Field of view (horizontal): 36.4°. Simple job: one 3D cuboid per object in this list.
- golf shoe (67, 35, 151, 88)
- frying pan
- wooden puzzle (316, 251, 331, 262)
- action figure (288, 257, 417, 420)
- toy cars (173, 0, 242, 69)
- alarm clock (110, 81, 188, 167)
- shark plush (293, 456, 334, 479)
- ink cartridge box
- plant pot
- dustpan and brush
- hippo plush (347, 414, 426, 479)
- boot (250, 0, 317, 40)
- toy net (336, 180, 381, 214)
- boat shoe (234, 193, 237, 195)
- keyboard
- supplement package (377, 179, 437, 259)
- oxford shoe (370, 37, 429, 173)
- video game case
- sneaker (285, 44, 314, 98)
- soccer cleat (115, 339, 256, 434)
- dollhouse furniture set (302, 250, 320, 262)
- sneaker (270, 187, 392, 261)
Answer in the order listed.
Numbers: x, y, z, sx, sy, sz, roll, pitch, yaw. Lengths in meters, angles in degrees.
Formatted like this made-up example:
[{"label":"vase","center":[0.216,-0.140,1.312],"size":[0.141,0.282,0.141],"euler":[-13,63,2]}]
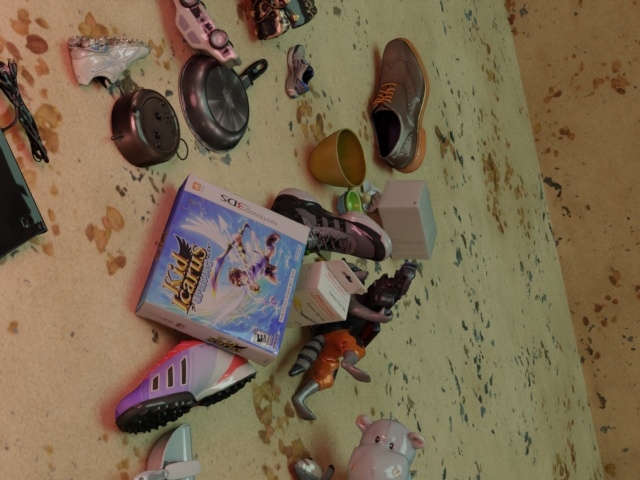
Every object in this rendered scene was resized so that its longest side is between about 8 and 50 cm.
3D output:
[{"label":"golf shoe","center":[-0.350,-0.296,1.618],"size":[0.176,0.069,0.086],"euler":[-19,115,-56]},{"label":"frying pan","center":[-0.165,-0.275,1.933],"size":[0.326,0.053,0.197],"euler":[-12,92,-57]},{"label":"wooden puzzle","center":[0.007,0.008,2.159],"size":[0.078,0.014,0.116],"euler":[57,36,-40]},{"label":"action figure","center":[0.052,0.158,1.980],"size":[0.178,0.341,0.330],"euler":[22,44,-11]},{"label":"toy cars","center":[-0.278,-0.454,1.747],"size":[0.394,0.087,0.176],"euler":[54,2,-39]},{"label":"alarm clock","center":[-0.284,-0.187,1.681],"size":[0.192,0.064,0.129],"euler":[32,53,-56]},{"label":"shark plush","center":[-0.020,0.502,1.934],"size":[0.067,0.073,0.161],"euler":[-21,120,-41]},{"label":"ink cartridge box","center":[-0.022,0.106,1.888],"size":[0.115,0.198,0.067],"euler":[50,40,-39]},{"label":"plant pot","center":[0.030,-0.176,2.178],"size":[0.134,0.095,0.134],"euler":[27,58,-54]},{"label":"dustpan and brush","center":[-0.244,0.370,1.551],"size":[0.211,0.060,0.147],"euler":[8,73,-59]},{"label":"hippo plush","center":[0.155,0.483,1.957],"size":[0.294,0.234,0.237],"euler":[-49,154,-51]},{"label":"boot","center":[-0.137,-0.552,1.991],"size":[0.284,0.138,0.377],"euler":[68,26,-18]},{"label":"toy net","center":[0.104,-0.079,2.323],"size":[0.232,0.045,0.122],"euler":[-35,110,-58]},{"label":"boat shoe","center":[-0.178,0.017,1.774],"size":[0.080,0.073,0.224],"euler":[22,60,-53]},{"label":"keyboard","center":[-0.472,-0.144,1.371],"size":[0.201,0.033,0.317],"euler":[-41,116,-50]},{"label":"supplement package","center":[0.218,-0.051,2.414],"size":[0.105,0.105,0.179],"euler":[-69,152,-42]},{"label":"oxford shoe","center":[0.197,-0.362,2.505],"size":[0.132,0.130,0.364],"euler":[14,68,-51]},{"label":"video game case","center":[-0.161,0.048,1.679],"size":[0.244,0.061,0.270],"euler":[24,55,-15]},{"label":"sneaker","center":[-0.038,-0.379,2.169],"size":[0.052,0.058,0.135],"euler":[34,51,-51]},{"label":"soccer cleat","center":[-0.234,0.227,1.602],"size":[0.318,0.108,0.116],"euler":[-14,69,-57]},{"label":"dollhouse furniture set","center":[-0.032,0.001,2.046],"size":[0.076,0.058,0.152],"euler":[65,32,-21]},{"label":"sneaker","center":[0.000,0.000,1.945],"size":[0.153,0.268,0.101],"euler":[-49,157,-45]}]
